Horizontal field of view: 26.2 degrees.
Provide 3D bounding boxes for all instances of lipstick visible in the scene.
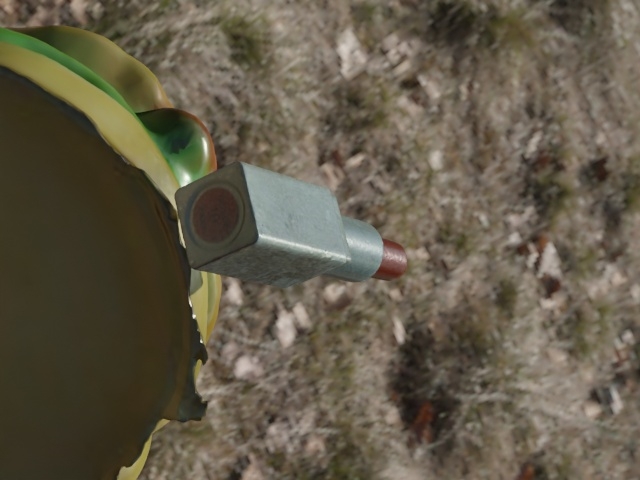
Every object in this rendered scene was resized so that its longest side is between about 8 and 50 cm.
[{"bbox_3d":[-0.001,0.000,0.502,0.129,0.030,0.030,14,57,-58],"label":"lipstick"}]

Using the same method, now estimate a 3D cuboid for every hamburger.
[{"bbox_3d":[-0.146,0.003,0.594,0.237,0.237,0.149,47,15,-13],"label":"hamburger"}]
